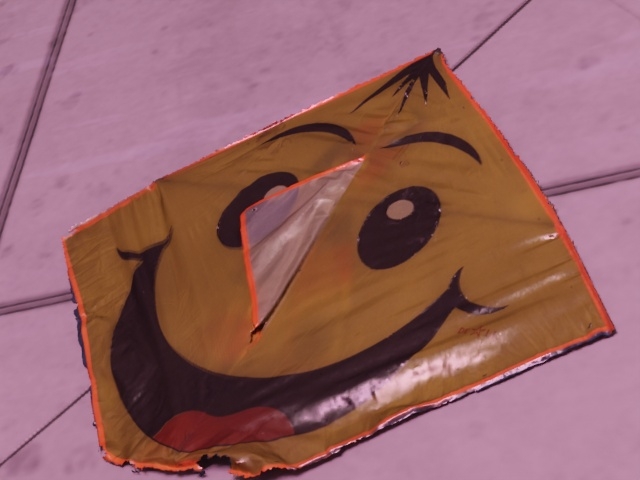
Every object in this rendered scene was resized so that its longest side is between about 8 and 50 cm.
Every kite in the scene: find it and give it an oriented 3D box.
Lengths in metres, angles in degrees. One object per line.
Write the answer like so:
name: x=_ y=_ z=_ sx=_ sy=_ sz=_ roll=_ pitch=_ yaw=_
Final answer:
kite: x=0.001 y=0.002 z=0.896 sx=0.378 sy=0.013 sz=0.327 roll=5 pitch=49 yaw=34
